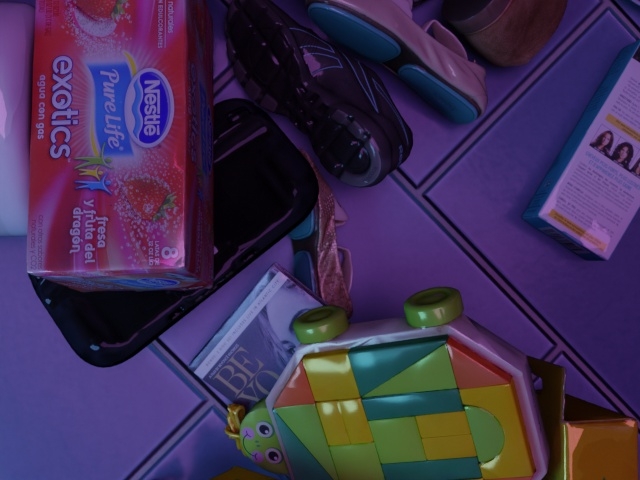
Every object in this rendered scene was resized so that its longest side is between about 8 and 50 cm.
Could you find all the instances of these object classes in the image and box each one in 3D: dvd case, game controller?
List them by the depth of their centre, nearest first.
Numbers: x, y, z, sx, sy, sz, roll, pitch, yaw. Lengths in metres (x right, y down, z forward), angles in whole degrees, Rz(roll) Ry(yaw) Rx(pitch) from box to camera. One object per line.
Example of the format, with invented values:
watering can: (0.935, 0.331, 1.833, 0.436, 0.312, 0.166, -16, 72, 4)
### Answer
game controller: (-0.158, -0.011, 0.921, 0.319, 0.067, 0.166, -39, 80, -2)
dvd case: (-0.013, 0.150, 0.945, 0.221, 0.018, 0.164, 39, 111, -4)

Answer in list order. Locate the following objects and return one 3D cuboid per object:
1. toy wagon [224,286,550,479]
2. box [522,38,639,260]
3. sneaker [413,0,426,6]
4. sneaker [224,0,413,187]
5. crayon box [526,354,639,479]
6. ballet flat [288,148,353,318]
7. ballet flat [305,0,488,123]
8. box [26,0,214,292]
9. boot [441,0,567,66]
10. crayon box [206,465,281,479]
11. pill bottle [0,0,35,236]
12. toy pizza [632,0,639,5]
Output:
toy wagon: (0.050, 0.196, 0.880, 0.344, 0.068, 0.267, -11, 105, 22)
box: (0.343, -0.104, 1.004, 0.100, 0.060, 0.244, 33, 85, -5)
sneaker: (0.075, -0.303, 0.946, 0.214, 0.083, 0.084, -15, 91, -30)
sneaker: (-0.003, -0.172, 0.960, 0.267, 0.101, 0.106, 51, 44, 9)
crayon box: (0.256, 0.281, 0.916, 0.081, 0.202, 0.319, -1, 90, -7)
ballet flat: (0.000, 0.000, 0.968, 0.067, 0.073, 0.206, -6, 93, -34)
ballet flat: (0.093, -0.219, 0.943, 0.248, 0.086, 0.086, 31, 85, -29)
box: (-0.183, -0.106, 0.829, 0.142, 0.154, 0.300, -2, 79, 2)
boot: (0.255, -0.338, 0.998, 0.115, 0.112, 0.305, 38, 78, -35)
crayon box: (-0.002, 0.442, 0.826, 0.313, 0.106, 0.363, 12, 92, 17)
pill bottle: (-0.469, -0.117, 0.824, 0.407, 0.229, 0.229, 0, 89, -6)
toy pizza: (0.417, -0.371, 1.020, 0.201, 0.032, 0.201, 0, 92, -15)
